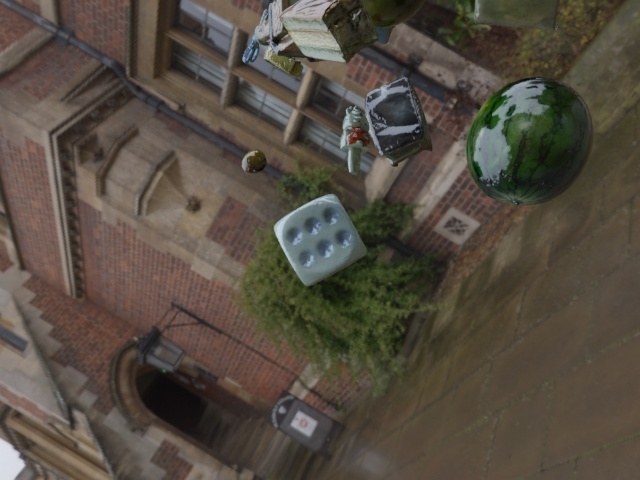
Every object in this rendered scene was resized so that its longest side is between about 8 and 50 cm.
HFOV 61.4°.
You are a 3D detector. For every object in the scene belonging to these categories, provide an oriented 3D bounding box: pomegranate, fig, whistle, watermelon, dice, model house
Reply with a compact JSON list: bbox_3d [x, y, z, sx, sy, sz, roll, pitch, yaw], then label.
[{"bbox_3d":[0.209,-0.834,1.617,0.216,0.358,0.309,0,45,40],"label":"pomegranate"},{"bbox_3d":[-0.217,-0.271,1.785,0.084,0.082,0.098,116,164,-61],"label":"fig"},{"bbox_3d":[0.120,-0.350,1.861,0.106,0.102,0.252,144,133,-69],"label":"whistle"},{"bbox_3d":[0.576,-0.270,1.500,0.363,0.364,0.363,-59,-2,-3],"label":"watermelon"},{"bbox_3d":[0.000,0.000,2.006,0.268,0.264,0.262,-28,-5,2],"label":"dice"},{"bbox_3d":[-0.049,-0.723,1.782,0.280,0.313,0.244,7,102,64],"label":"model house"}]

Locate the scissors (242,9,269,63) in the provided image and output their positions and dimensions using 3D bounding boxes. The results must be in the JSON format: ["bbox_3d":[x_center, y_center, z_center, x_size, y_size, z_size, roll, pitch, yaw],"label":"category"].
[{"bbox_3d":[-0.292,-0.950,2.518,0.256,0.030,0.125,-61,-7,28],"label":"scissors"}]

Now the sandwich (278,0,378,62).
[{"bbox_3d":[0.019,-0.568,1.439,0.228,0.155,0.198,-24,40,16],"label":"sandwich"}]

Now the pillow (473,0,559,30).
[{"bbox_3d":[0.696,-0.833,1.907,0.184,0.303,0.074,69,-140,-58],"label":"pillow"}]

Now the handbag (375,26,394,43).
[{"bbox_3d":[0.249,-1.043,2.381,0.263,0.223,0.240,49,-120,-71],"label":"handbag"}]

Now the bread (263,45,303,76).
[{"bbox_3d":[-0.136,-0.670,2.020,0.064,0.156,0.117,-63,-9,13],"label":"bread"}]

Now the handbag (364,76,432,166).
[{"bbox_3d":[0.336,-0.484,2.278,0.248,0.340,0.240,-21,-18,22],"label":"handbag"}]
